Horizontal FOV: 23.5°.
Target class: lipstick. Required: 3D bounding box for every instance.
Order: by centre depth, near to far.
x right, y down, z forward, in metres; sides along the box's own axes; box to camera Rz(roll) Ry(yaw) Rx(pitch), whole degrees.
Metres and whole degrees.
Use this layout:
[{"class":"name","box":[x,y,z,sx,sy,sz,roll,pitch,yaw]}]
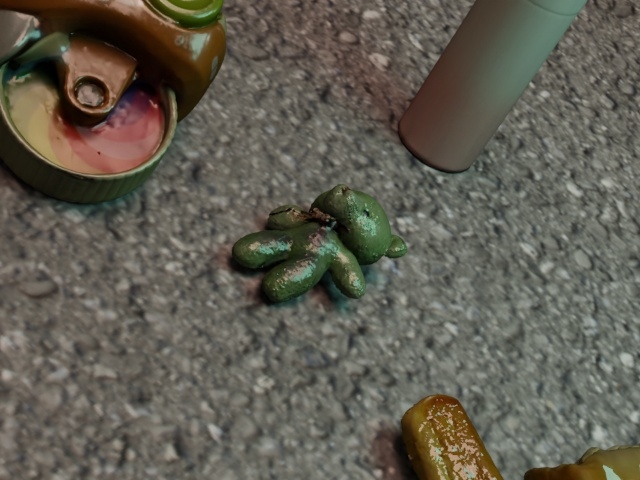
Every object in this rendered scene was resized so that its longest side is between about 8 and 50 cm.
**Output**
[{"class":"lipstick","box":[0.185,-0.207,1.440,0.087,0.327,0.087,20,38,-17]}]

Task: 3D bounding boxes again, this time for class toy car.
[{"class":"toy car","box":[-0.199,-0.138,1.265,0.235,0.145,0.235,12,58,-19]}]

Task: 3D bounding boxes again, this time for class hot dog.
[{"class":"hot dog","box":[0.116,0.212,1.157,0.066,0.047,0.216,-12,55,-26]}]

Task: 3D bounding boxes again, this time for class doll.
[{"class":"doll","box":[0.000,0.000,1.295,0.115,0.077,0.150,39,48,26]}]

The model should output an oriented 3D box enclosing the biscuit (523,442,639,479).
[{"class":"biscuit","box":[0.299,0.233,1.229,0.274,0.091,0.213,0,45,-38]}]
